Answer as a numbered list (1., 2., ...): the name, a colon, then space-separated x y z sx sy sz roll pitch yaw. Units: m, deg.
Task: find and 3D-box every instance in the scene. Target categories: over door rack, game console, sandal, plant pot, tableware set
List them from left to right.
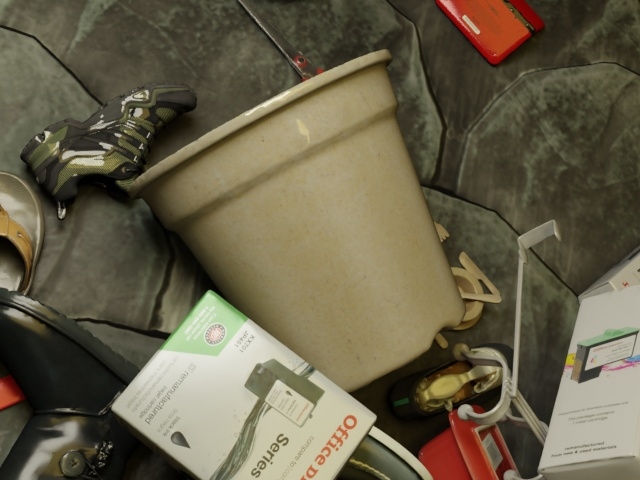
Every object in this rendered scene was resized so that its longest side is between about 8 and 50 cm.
1. sandal: -0.360 0.021 1.040 0.090 0.060 0.219 14 65 -15
2. plant pot: 0.000 0.000 1.068 0.334 0.334 0.305 -30 94 -28
3. tableware set: 0.147 0.032 1.241 0.128 0.039 0.194 -39 87 -29
4. game console: 0.263 -0.353 1.452 0.124 0.085 0.144 -41 87 2
5. over door rack: 0.272 0.173 1.152 0.239 0.108 0.324 54 41 -23

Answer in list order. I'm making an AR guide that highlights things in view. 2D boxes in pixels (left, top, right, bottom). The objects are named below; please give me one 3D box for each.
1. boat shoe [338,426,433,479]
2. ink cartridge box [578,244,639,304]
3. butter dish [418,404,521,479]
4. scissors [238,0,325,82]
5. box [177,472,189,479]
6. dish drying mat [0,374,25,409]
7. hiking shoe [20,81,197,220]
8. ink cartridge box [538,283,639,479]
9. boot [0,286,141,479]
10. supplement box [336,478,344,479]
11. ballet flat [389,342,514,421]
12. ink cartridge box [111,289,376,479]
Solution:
1. boat shoe: -0.034 0.218 1.004 0.319 0.116 0.099 29 63 -1
2. ink cartridge box: 0.481 0.078 1.328 0.190 0.082 0.140 -33 84 -30
3. butter dish: 0.165 0.287 1.111 0.160 0.118 0.160 12 53 -66
4. scissors: -0.010 -0.235 1.301 0.109 0.021 0.297 -26 79 -25
5. box: -0.093 0.266 0.982 0.114 0.207 0.036 27 106 -9
6. dish drying mat: -0.333 0.161 1.025 0.083 0.008 0.032 -22 80 -27
7. hiking shoe: -0.240 -0.110 1.138 0.227 0.086 0.114 -29 95 -22
8. ink cartridge box: 0.370 0.211 1.071 0.201 0.117 0.278 53 41 -21
9. boot: -0.293 0.190 0.965 0.246 0.094 0.207 39 58 -22
10. supplement box: 0.035 0.347 0.976 0.130 0.073 0.239 39 17 -3
11. ballet flat: 0.182 0.176 1.182 0.203 0.074 0.074 -16 76 -26
12. ink cartridge box: -0.072 0.174 0.908 0.208 0.087 0.153 36 70 7
